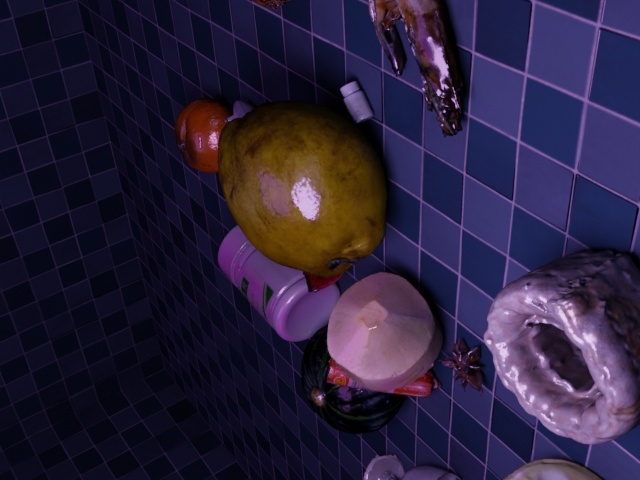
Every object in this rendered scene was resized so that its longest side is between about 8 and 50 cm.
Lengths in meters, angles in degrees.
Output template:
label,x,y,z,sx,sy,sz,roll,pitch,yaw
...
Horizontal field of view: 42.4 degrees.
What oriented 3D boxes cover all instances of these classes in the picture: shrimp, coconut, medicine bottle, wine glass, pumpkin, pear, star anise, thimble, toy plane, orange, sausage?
label,x,y,z,sx,sy,sz,roll,pitch,yaw
shrimp,0.167,-0.362,1.503,0.365,0.071,0.233,69,163,-11
coconut,0.140,0.201,1.815,0.259,0.259,0.259,43,147,38
medicine bottle,0.076,-0.291,1.745,0.083,0.047,0.047,64,154,0
wine glass,0.243,0.644,2.154,0.321,0.143,0.143,-15,99,64
medicine bottle,-0.117,0.105,2.275,0.325,0.212,0.212,43,147,37
pumpkin,0.071,0.357,2.115,0.315,0.238,0.315,38,139,44
pear,-0.031,-0.123,1.779,0.413,0.352,0.352,51,153,3
star anise,0.305,0.272,1.796,0.129,0.056,0.124,9,109,56
thimble,0.422,0.159,1.324,0.291,0.195,0.292,36,139,40
toy plane,-0.172,-0.266,2.174,0.255,0.101,0.251,56,165,17
orange,-0.319,-0.297,2.347,0.224,0.170,0.224,44,149,35
sausage,0.152,0.320,1.939,0.074,0.274,0.074,-171,90,-87

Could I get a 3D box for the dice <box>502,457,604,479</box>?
label,x,y,z,sx,sy,sz,roll,pitch,yaw
dice,0.451,0.599,1.590,0.252,0.249,0.255,37,143,45

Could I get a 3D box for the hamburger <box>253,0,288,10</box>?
label,x,y,z,sx,sy,sz,roll,pitch,yaw
hamburger,-0.127,-0.617,1.779,0.231,0.106,0.231,37,140,39

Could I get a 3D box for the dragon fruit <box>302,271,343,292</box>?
label,x,y,z,sx,sy,sz,roll,pitch,yaw
dragon fruit,0.000,0.000,2.049,0.189,0.163,0.262,6,124,26
